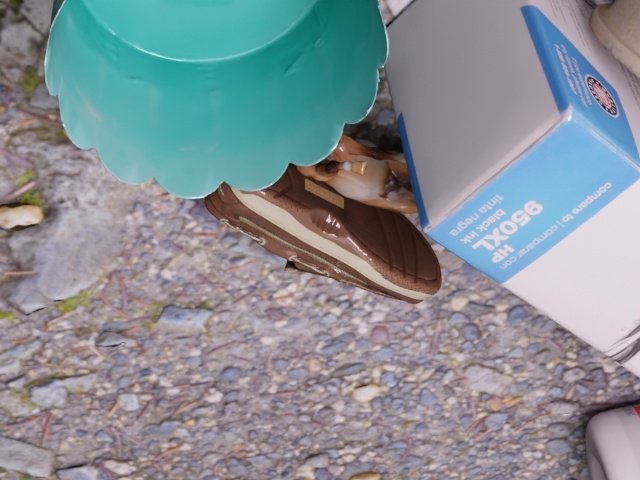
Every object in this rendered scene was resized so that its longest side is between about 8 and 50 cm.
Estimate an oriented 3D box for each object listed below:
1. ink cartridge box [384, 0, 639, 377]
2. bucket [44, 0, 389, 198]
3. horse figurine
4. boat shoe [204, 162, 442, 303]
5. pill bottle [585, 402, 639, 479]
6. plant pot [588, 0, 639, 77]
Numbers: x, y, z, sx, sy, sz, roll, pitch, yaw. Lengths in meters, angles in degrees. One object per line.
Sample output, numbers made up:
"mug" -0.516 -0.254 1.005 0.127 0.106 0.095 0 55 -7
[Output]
"ink cartridge box" 0.258 -0.051 1.333 0.395 0.285 0.166 32 120 -30
"bucket" -0.088 -0.193 1.225 0.281 0.183 0.281 -4 131 -5
"horse figurine" 0.054 -0.067 1.396 0.263 0.174 0.066 15 88 -41
"boat shoe" 0.001 -0.006 1.471 0.257 0.095 0.095 33 133 -24
"pill bottle" 0.520 0.263 1.682 0.407 0.229 0.229 -13 131 1
"plant pot" 0.438 -0.236 1.216 0.333 0.334 0.305 17 114 -22
